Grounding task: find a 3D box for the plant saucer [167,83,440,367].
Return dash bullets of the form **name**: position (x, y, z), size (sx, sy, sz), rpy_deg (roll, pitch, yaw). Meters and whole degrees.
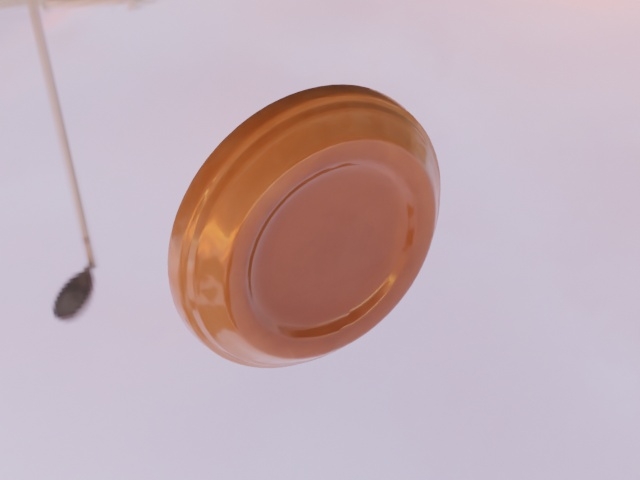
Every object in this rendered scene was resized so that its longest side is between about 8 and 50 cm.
- **plant saucer**: position (0.000, 0.000, 0.740), size (0.200, 0.200, 0.037), rpy_deg (-21, -142, -25)
